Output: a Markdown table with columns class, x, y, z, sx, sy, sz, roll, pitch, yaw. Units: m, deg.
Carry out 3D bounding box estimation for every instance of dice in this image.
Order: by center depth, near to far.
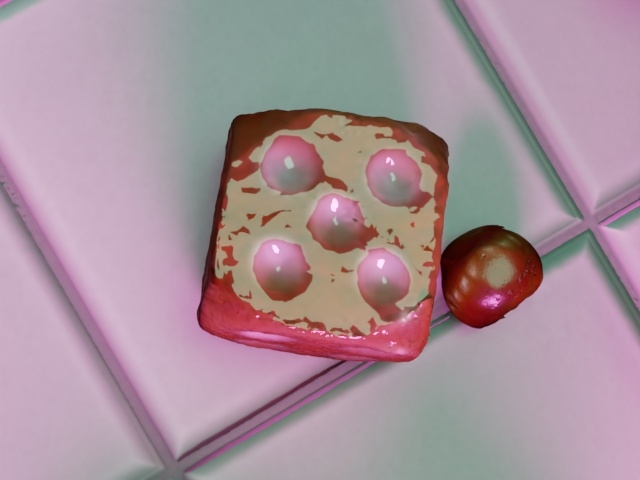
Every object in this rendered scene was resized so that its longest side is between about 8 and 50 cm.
| class | x | y | z | sx | sy | sz | roll | pitch | yaw |
| --- | --- | --- | --- | --- | --- | --- | --- | --- | --- |
| dice | 0.000 | 0.000 | 1.506 | 0.179 | 0.174 | 0.175 | 5 | 82 | -3 |

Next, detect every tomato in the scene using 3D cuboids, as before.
| class | x | y | z | sx | sy | sz | roll | pitch | yaw |
| --- | --- | --- | --- | --- | --- | --- | --- | --- | --- |
| tomato | 0.134 | 0.026 | 1.564 | 0.087 | 0.087 | 0.075 | -36 | 87 | -11 |
